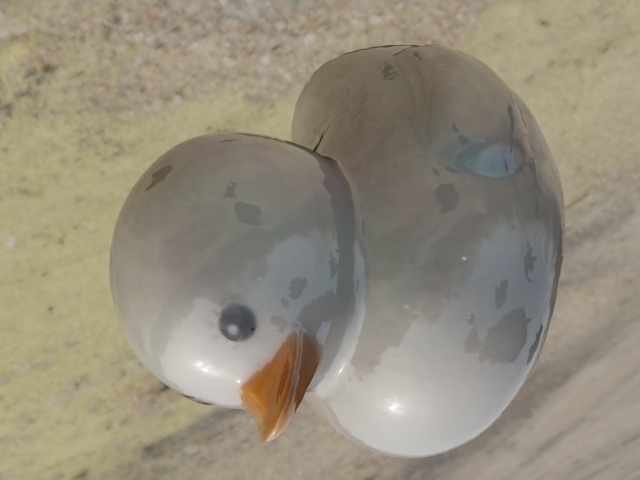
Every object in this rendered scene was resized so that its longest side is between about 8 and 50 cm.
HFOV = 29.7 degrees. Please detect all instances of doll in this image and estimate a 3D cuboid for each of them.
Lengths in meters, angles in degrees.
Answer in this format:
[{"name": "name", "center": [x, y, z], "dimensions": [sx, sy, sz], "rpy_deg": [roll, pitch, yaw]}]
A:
[{"name": "doll", "center": [0.000, 0.000, 0.613], "dimensions": [0.221, 0.251, 0.221], "rpy_deg": [2, 138, 2]}]
